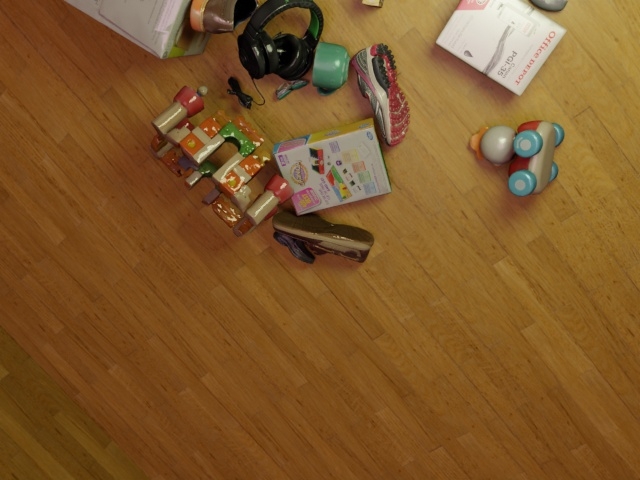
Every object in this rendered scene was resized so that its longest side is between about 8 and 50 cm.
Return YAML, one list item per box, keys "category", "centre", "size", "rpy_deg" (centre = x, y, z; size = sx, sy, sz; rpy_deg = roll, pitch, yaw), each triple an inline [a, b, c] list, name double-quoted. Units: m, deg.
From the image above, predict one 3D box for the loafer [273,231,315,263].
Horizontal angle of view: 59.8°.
- category: "loafer"
  centre: [-0.081, 0.013, 1.900]
  size: [0.170, 0.062, 0.061]
  rpy_deg: [39, 108, -5]

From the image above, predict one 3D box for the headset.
- category: "headset"
  centre: [-0.154, -0.556, 1.631]
  size: [0.185, 0.243, 0.394]
  rpy_deg: [54, 132, 21]

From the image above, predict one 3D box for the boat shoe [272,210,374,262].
- category: "boat shoe"
  centre: [0.000, 0.000, 1.844]
  size: [0.342, 0.123, 0.123]
  rpy_deg: [12, 123, -7]

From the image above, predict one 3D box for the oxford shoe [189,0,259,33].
- category: "oxford shoe"
  centre: [-0.217, -0.676, 1.532]
  size: [0.132, 0.364, 0.130]
  rpy_deg: [18, 148, 9]

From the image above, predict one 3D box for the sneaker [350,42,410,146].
- category: "sneaker"
  centre: [0.183, -0.427, 1.663]
  size: [0.112, 0.121, 0.299]
  rpy_deg: [-3, 110, 41]

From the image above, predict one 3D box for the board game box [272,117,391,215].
- category: "board game box"
  centre: [0.040, -0.224, 1.733]
  size: [0.316, 0.064, 0.242]
  rpy_deg: [-13, 125, 11]

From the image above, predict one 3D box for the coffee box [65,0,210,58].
- category: "coffee box"
  centre: [-0.459, -0.748, 1.548]
  size: [0.338, 0.334, 0.337]
  rpy_deg: [30, 112, -2]

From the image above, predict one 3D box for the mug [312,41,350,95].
- category: "mug"
  centre: [0.035, -0.511, 1.655]
  size: [0.097, 0.158, 0.129]
  rpy_deg: [10, 88, 3]

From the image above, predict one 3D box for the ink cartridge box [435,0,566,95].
- category: "ink cartridge box"
  centre: [0.491, -0.563, 1.534]
  size: [0.283, 0.117, 0.207]
  rpy_deg: [32, 113, -1]

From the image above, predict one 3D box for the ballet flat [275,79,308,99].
- category: "ballet flat"
  centre: [-0.093, -0.481, 1.732]
  size: [0.114, 0.041, 0.041]
  rpy_deg: [-25, 103, 18]

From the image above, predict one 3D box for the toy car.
- category: "toy car"
  centre: [0.549, -0.252, 1.625]
  size: [0.238, 0.219, 0.210]
  rpy_deg: [17, 117, 37]

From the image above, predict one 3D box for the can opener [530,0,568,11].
- category: "can opener"
  centre: [0.537, -0.700, 1.493]
  size: [0.283, 0.076, 0.095]
  rpy_deg: [21, 117, 1]

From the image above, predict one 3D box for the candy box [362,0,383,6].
- category: "candy box"
  centre: [0.161, -0.748, 1.540]
  size: [0.053, 0.109, 0.187]
  rpy_deg: [12, 111, 7]

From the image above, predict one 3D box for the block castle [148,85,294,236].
- category: "block castle"
  centre: [-0.301, -0.242, 1.725]
  size: [0.453, 0.303, 0.213]
  rpy_deg: [44, 69, -5]
